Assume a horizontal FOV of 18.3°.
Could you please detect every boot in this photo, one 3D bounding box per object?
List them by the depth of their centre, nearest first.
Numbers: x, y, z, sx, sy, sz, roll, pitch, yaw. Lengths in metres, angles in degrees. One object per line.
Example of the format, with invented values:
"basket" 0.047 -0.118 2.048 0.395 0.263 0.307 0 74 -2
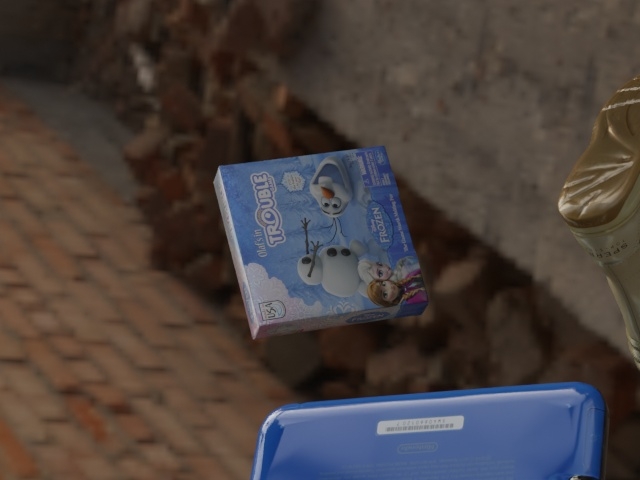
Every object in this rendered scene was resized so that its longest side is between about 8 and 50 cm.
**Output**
"boot" 0.317 -0.025 1.773 0.095 0.203 0.262 -6 34 37

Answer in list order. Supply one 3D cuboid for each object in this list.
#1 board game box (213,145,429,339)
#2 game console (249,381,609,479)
"board game box" 0.000 0.000 0.994 0.020 0.090 0.090 114 144 -61
"game console" 0.097 0.265 1.548 0.293 0.173 0.250 -6 54 23
